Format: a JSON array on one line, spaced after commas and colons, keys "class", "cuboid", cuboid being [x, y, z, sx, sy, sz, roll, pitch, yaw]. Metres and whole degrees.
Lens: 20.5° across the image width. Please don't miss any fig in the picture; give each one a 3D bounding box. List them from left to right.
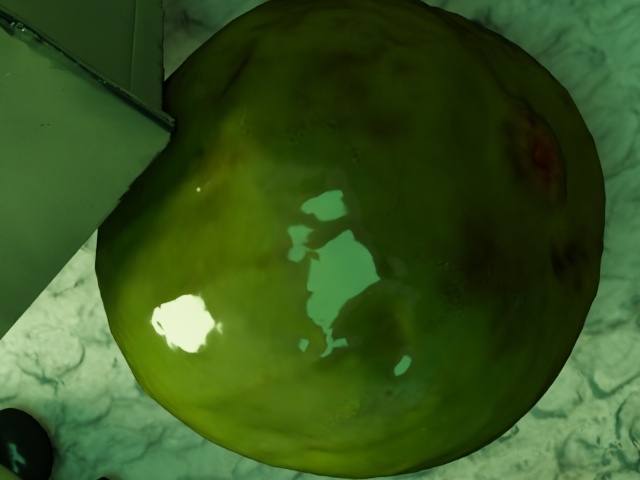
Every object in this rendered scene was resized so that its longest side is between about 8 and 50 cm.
[{"class": "fig", "cuboid": [0.010, 0.006, 1.174, 0.343, 0.343, 0.343, 4, 106, 14]}]

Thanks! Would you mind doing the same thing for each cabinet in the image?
[{"class": "cabinet", "cuboid": [-0.267, -0.113, 1.166, 0.227, 0.318, 0.290, 32, 117, -24]}]

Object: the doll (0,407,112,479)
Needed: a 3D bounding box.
[{"class": "doll", "cuboid": [-0.253, 0.230, 1.388, 0.234, 0.143, 0.135, 41, 117, 1]}]
